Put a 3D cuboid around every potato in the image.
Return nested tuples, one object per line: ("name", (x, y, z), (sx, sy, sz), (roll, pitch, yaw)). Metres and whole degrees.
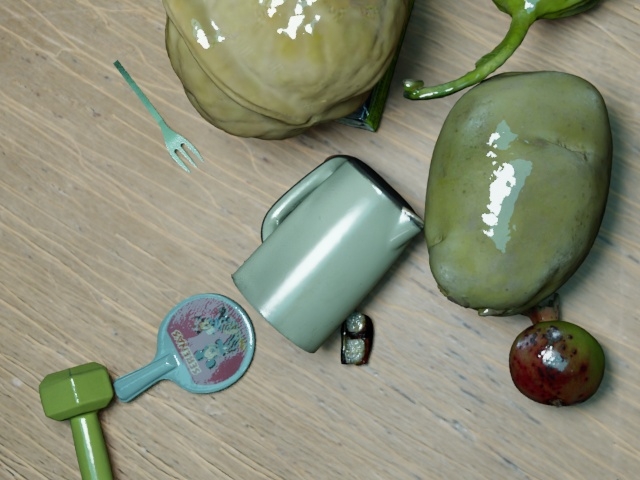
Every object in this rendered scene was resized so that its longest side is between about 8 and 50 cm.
("potato", (0.260, -0.060, 1.213), (0.221, 0.243, 0.326), (12, 97, 42))

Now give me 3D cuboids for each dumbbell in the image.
("dumbbell", (-0.348, 0.343, 1.408), (0.108, 0.121, 0.302), (-13, 80, -14))

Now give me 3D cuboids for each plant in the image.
("plant", (0.276, -0.301, 1.241), (0.251, 0.180, 0.333), (11, 77, 22))

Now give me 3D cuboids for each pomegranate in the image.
("pomegranate", (0.314, 0.147, 1.240), (0.129, 0.129, 0.159), (-16, 81, 13))

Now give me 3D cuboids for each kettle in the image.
("kettle", (0.000, 0.000, 1.328), (0.255, 0.165, 0.240), (-49, 47, 5))

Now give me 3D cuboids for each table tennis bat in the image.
("table tennis bat", (-0.214, 0.180, 1.426), (0.244, 0.040, 0.153), (-29, 78, 6))

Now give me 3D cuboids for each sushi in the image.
("sushi", (0.054, 0.144, 1.360), (0.046, 0.044, 0.083), (3, 88, -7))

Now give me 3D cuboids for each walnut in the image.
("walnut", (-0.052, -0.321, 1.203), (0.381, 0.381, 0.381), (-1, 85, 15))

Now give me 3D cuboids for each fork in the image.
("fork", (-0.273, -0.206, 1.479), (0.039, 0.021, 0.235), (-40, 77, 5))

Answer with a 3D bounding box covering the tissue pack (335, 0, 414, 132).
("tissue pack", (0.032, -0.298, 1.379), (0.173, 0.073, 0.235), (15, 89, 18))
